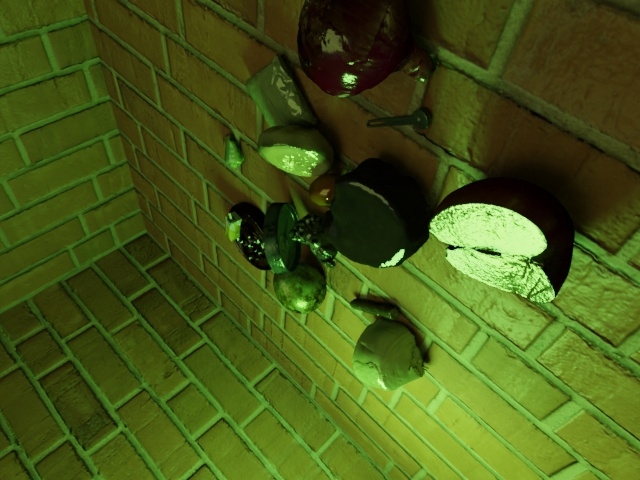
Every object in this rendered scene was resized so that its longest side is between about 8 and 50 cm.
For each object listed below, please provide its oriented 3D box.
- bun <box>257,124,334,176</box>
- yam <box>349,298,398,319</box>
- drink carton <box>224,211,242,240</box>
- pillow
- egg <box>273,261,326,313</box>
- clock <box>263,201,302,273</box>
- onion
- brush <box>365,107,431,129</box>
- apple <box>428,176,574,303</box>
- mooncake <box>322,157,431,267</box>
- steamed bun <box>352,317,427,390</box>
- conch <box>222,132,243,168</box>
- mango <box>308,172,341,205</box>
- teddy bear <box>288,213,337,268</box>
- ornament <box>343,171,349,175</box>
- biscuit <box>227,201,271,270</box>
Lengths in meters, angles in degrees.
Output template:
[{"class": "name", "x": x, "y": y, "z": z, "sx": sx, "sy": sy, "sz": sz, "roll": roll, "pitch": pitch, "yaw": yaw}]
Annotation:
[{"class": "bun", "x": -0.081, "y": -0.343, "z": 1.775, "sx": 0.287, "sy": 0.146, "sz": 0.287, "roll": 15, "pitch": 167, "yaw": 4}, {"class": "yam", "x": 0.232, "y": 0.298, "z": 2.105, "sx": 0.274, "sy": 0.061, "sz": 0.061, "roll": 4, "pitch": 123, "yaw": 54}, {"class": "drink carton", "x": -0.453, "y": -0.090, "z": 2.493, "sx": 0.084, "sy": 0.074, "sz": 0.200, "roll": 45, "pitch": 143, "yaw": 21}, {"class": "pillow", "x": -0.160, "y": -0.520, "z": 1.813, "sx": 0.281, "sy": 0.076, "sz": 0.274, "roll": -7, "pitch": 117, "yaw": 57}, {"class": "egg", "x": -0.104, "y": 0.220, "z": 2.290, "sx": 0.289, "sy": 0.238, "sz": 0.238, "roll": 36, "pitch": 162, "yaw": -35}, {"class": "clock", "x": -0.160, "y": -0.013, "z": 2.111, "sx": 0.066, "sy": 0.319, "sz": 0.318, "roll": -4, "pitch": 123, "yaw": 17}, {"class": "onion", "x": 0.127, "y": -0.519, "z": 1.249, "sx": 0.385, "sy": 0.347, "sz": 0.348, "roll": 22, "pitch": 153, "yaw": -14}, {"class": "brush", "x": 0.234, "y": -0.368, "z": 1.481, "sx": 0.266, "sy": 0.027, "sz": 0.062, "roll": 14, "pitch": 131, "yaw": 53}, {"class": "apple", "x": 0.469, "y": -0.002, "z": 1.270, "sx": 0.365, "sy": 0.295, "sz": 0.328, "roll": 12, "pitch": 103, "yaw": 52}, {"class": "mooncake", "x": 0.192, "y": -0.080, "z": 1.633, "sx": 0.350, "sy": 0.212, "sz": 0.381, "roll": 47, "pitch": 146, "yaw": 2}, {"class": "steamed bun", "x": 0.277, "y": 0.485, "z": 2.085, "sx": 0.290, "sy": 0.274, "sz": 0.272, "roll": -18, "pitch": 90, "yaw": 54}, {"class": "conch", "x": -0.410, "y": -0.419, "z": 2.269, "sx": 0.106, "sy": 0.079, "sz": 0.170, "roll": 10, "pitch": 123, "yaw": 31}, {"class": "mango", "x": 0.019, "y": -0.190, "z": 1.808, "sx": 0.113, "sy": 0.138, "sz": 0.253, "roll": 59, "pitch": 172, "yaw": -8}, {"class": "teddy bear", "x": 0.000, "y": -0.017, "z": 2.016, "sx": 0.251, "sy": 0.171, "sz": 0.144, "roll": 40, "pitch": -176, "yaw": 35}, {"class": "ornament", "x": 0.126, "y": -0.211, "z": 1.765, "sx": 0.092, "sy": 0.041, "sz": 0.068, "roll": 36, "pitch": 152, "yaw": 11}, {"class": "biscuit", "x": -0.362, "y": -0.013, "z": 2.585, "sx": 0.407, "sy": 0.091, "sz": 0.407, "roll": 35, "pitch": 144, "yaw": 30}]
